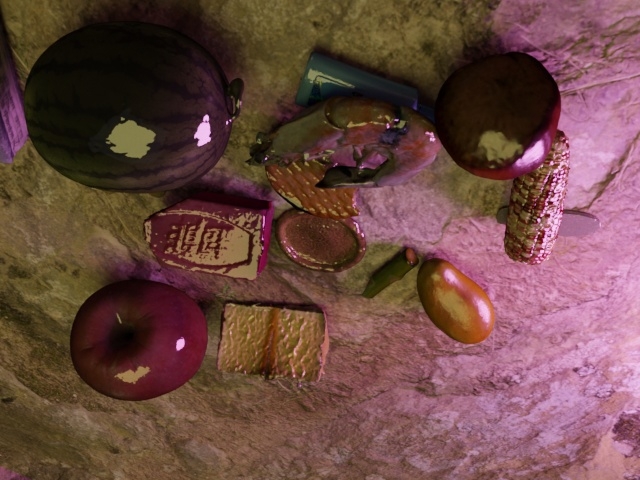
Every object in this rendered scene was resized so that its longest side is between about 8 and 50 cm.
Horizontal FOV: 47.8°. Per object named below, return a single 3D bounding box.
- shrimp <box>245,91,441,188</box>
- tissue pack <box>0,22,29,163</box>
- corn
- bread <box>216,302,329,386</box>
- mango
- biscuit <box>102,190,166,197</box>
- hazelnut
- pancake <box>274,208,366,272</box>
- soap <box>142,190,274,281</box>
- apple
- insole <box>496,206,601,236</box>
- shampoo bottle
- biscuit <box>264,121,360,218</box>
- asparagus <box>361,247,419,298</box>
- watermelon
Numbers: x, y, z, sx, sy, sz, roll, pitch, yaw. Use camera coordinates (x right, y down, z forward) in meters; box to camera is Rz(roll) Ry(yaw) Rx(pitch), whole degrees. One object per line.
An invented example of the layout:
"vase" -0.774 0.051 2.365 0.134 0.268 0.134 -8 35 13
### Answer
"shrimp" 0.031 -0.151 1.240 0.360 0.085 0.247 -6 150 25
"tissue pack" -0.697 -0.328 1.259 0.287 0.124 0.394 12 138 4
"corn" 0.381 -0.081 1.270 0.098 0.098 0.290 4 128 10
"bread" -0.111 0.233 1.711 0.265 0.142 0.178 4 96 11
"mango" 0.278 0.126 1.515 0.136 0.099 0.227 -21 120 37
"biscuit" -0.356 -0.148 1.430 0.234 0.030 0.153 -2 136 16
"hazelnut" 0.274 -0.186 1.132 0.208 0.208 0.208 7 137 7
"pancake" 0.000 -0.001 1.504 0.199 0.021 0.199 6 136 6
"soap" -0.227 -0.013 1.451 0.249 0.099 0.162 8 108 6
"apple" -0.414 0.229 1.668 0.305 0.306 0.235 5 162 9
"insole" 0.431 -0.036 1.368 0.191 0.010 0.063 8 136 6
"shampoo bottle" 0.092 -0.231 1.210 0.258 0.061 0.104 18 141 -6
"biscuit" -0.016 -0.130 1.362 0.176 0.031 0.229 -7 129 15
"asparagus" 0.145 0.073 1.534 0.045 0.041 0.178 47 137 0
"watermelon" -0.294 -0.211 1.163 0.359 0.279 0.279 5 137 10
